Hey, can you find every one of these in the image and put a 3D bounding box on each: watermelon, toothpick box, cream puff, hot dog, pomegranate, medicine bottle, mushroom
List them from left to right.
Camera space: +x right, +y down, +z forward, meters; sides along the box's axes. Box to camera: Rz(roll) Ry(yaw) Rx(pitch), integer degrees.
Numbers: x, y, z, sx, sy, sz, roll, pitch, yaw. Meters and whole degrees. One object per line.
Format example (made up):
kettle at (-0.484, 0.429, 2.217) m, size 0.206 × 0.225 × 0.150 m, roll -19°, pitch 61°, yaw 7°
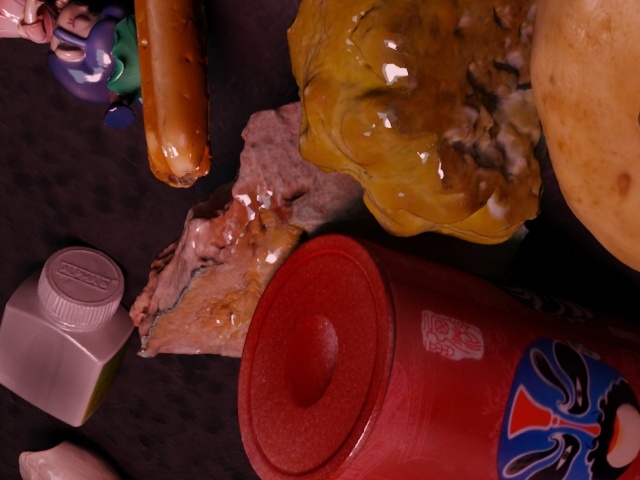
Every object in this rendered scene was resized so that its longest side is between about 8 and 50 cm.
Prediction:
medicine bottle at (-0.279, 0.100, 1.465) m, size 0.132 × 0.088 × 0.188 m, roll 31°, pitch 132°, yaw 4°
mushroom at (-0.269, 0.309, 1.620) m, size 0.212 × 0.088 × 0.097 m, roll 27°, pitch 100°, yaw 1°
hot dog at (-0.126, -0.162, 1.138) m, size 0.062 × 0.236 × 0.092 m, roll -6°, pitch 168°, yaw -3°
watermelon at (0.004, -0.011, 1.165) m, size 0.302 × 0.151 × 0.264 m, roll 8°, pitch 140°, yaw -23°
cream puff at (0.086, -0.135, 1.006) m, size 0.185 × 0.282 × 0.282 m, roll 11°, pitch 131°, yaw 50°
toothpick box at (0.124, 0.129, 1.086) m, size 0.333 × 0.204 × 0.204 m, roll 15°, pitch 142°, yaw -31°
pomegranate at (0.295, -0.106, 0.850) m, size 0.332 × 0.332 × 0.333 m, roll 15°, pitch 129°, yaw 19°

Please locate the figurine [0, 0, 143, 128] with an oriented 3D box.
figurine at (-0.224, -0.189, 1.225) m, size 0.195 × 0.111 × 0.102 m, roll 31°, pitch 115°, yaw 9°
